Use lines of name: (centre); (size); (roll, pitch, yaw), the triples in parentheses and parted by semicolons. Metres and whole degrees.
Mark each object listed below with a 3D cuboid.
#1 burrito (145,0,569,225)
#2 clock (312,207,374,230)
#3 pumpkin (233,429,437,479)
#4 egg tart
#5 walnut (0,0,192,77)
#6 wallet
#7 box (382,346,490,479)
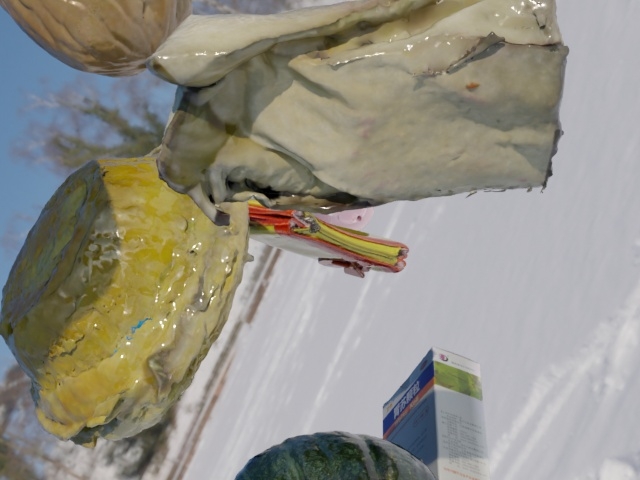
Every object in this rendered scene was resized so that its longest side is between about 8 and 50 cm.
burrito: (0.029, -0.122, 0.776); (0.190, 0.331, 0.135); (89, 173, -52)
clock: (0.033, -0.165, 1.598); (0.290, 0.275, 0.080); (-33, 10, -31)
pumpkin: (0.019, 0.343, 1.192); (0.263, 0.292, 0.197); (175, 97, -83)
egg tart: (-0.238, 0.041, 1.068); (0.387, 0.169, 0.388); (-33, 41, 35)
walnut: (-0.265, -0.308, 1.108); (0.225, 0.261, 0.225); (-34, -2, -1)
wallet: (0.000, 0.000, 1.306); (0.141, 0.241, 0.067); (10, 84, 47)
box: (0.196, 0.366, 1.669); (0.300, 0.106, 0.200); (-87, 23, -48)
